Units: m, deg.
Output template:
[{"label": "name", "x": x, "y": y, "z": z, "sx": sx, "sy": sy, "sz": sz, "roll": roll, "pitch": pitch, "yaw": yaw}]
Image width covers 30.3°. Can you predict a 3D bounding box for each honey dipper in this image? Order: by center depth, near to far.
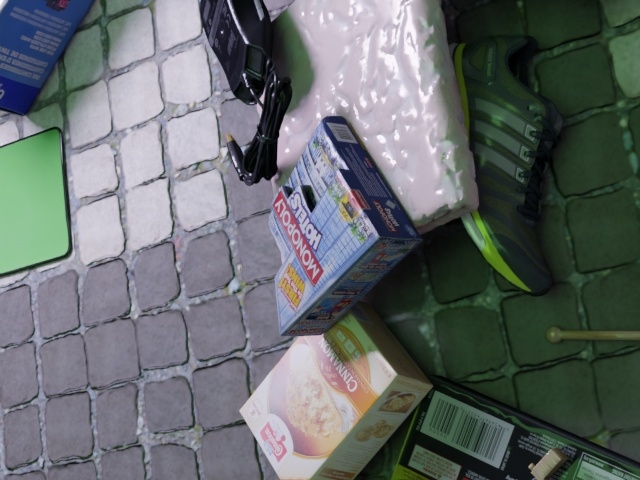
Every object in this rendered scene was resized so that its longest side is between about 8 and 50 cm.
[{"label": "honey dipper", "x": 0.304, "y": 0.095, "z": 1.190, "sx": 0.160, "sy": 0.030, "sz": 0.030, "roll": -2, "pitch": 81, "yaw": 35}]

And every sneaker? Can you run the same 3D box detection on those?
[{"label": "sneaker", "x": 0.200, "y": -0.089, "z": 1.237, "sx": 0.121, "sy": 0.111, "sz": 0.300, "roll": -20, "pitch": 74, "yaw": 23}]

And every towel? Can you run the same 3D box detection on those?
[{"label": "towel", "x": 0.039, "y": -0.141, "z": 1.305, "sx": 0.317, "sy": 0.053, "sz": 0.332, "roll": -29, "pitch": 65, "yaw": 50}]

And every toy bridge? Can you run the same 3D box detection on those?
[{"label": "toy bridge", "x": 0.269, "y": 0.284, "z": 1.139, "sx": 0.188, "sy": 0.026, "sz": 0.063, "roll": 45, "pitch": 105, "yaw": 27}]

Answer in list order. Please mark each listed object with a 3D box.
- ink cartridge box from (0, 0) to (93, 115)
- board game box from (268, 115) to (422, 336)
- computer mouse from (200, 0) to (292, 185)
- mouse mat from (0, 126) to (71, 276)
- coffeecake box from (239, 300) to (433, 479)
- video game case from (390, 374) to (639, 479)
[{"label": "ink cartridge box", "x": -0.466, "y": -0.363, "z": 1.648, "sx": 0.270, "sy": 0.151, "sz": 0.395, "roll": 42, "pitch": 102, "yaw": 30}, {"label": "board game box", "x": 0.000, "y": 0.000, "z": 1.254, "sx": 0.194, "sy": 0.060, "sz": 0.194, "roll": -59, "pitch": 44, "yaw": 33}, {"label": "computer mouse", "x": -0.084, "y": -0.192, "z": 1.398, "sx": 0.184, "sy": 0.060, "sz": 0.262, "roll": 107, "pitch": 147, "yaw": -44}, {"label": "mouse mat", "x": -0.412, "y": -0.053, "z": 1.650, "sx": 0.152, "sy": 0.007, "sz": 0.190, "roll": -14, "pitch": 76, "yaw": 28}, {"label": "coffeecake box", "x": 0.013, "y": 0.175, "z": 1.303, "sx": 0.185, "sy": 0.068, "sz": 0.142, "roll": -52, "pitch": 46, "yaw": 15}, {"label": "video game case", "x": 0.190, "y": 0.304, "z": 1.218, "sx": 0.274, "sy": 0.035, "sz": 0.248, "roll": 21, "pitch": 93, "yaw": 31}]
